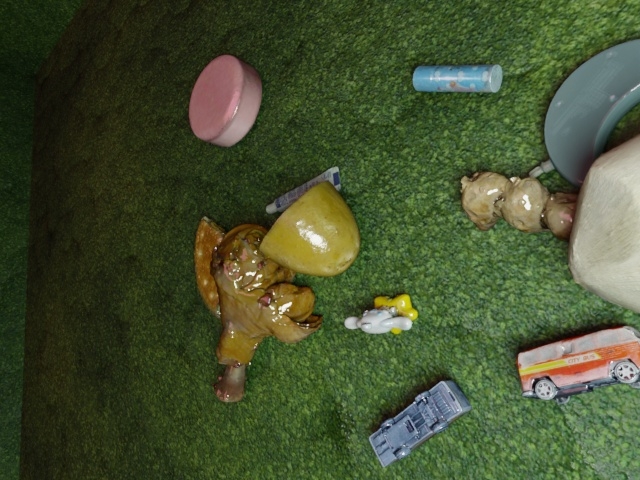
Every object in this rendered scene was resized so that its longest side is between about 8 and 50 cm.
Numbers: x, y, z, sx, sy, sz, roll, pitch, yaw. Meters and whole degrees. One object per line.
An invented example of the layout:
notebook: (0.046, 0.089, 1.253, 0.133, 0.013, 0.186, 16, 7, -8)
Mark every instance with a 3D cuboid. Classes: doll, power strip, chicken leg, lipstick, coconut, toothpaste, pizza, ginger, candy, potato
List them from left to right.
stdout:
pizza: (-0.256, 0.055, 1.220, 0.197, 0.058, 0.293, -30, 64, 32)
candy: (-0.270, -0.379, 1.300, 0.255, 0.094, 0.256, -10, 75, 40)
chicken leg: (-0.135, 0.182, 1.031, 0.294, 0.182, 0.410, 19, 97, 26)
toothpaste: (-0.042, -0.105, 1.077, 0.216, 0.037, 0.062, -22, 67, 33)
potato: (0.000, 0.000, 0.936, 0.158, 0.203, 0.178, 46, 140, 14)
doll: (0.106, 0.143, 0.840, 0.135, 0.113, 0.072, -12, 93, 19)
lipstick: (0.246, -0.294, 0.851, 0.157, 0.048, 0.048, 18, 93, 42)
ginger: (0.314, -0.052, 0.718, 0.204, 0.080, 0.105, 16, 130, 43)
power strip: (0.412, -0.175, 0.673, 0.253, 0.054, 0.168, -53, 49, 20)
coconut: (0.411, -0.018, 0.519, 0.265, 0.237, 0.238, -40, 57, 30)

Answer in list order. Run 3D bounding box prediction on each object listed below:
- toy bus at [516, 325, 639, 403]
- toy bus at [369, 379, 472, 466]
toy bus: (0.359, 0.169, 0.634, 0.174, 0.079, 0.077, -29, 53, 34)
toy bus: (0.165, 0.305, 0.776, 0.190, 0.075, 0.064, -48, 52, 25)
